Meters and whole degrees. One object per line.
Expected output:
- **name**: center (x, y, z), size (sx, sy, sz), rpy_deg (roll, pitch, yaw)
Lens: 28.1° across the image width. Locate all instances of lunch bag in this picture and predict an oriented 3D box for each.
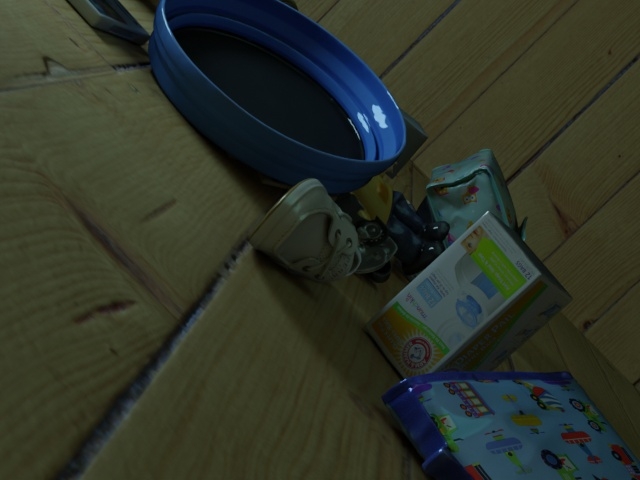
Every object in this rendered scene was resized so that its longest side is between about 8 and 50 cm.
- **lunch bag**: center (0.313, -0.024, 2.459), size (0.223, 0.160, 0.262), rpy_deg (-52, 120, -75)
- **lunch bag**: center (0.202, 0.236, 1.292), size (0.293, 0.138, 0.221), rpy_deg (20, 29, -49)

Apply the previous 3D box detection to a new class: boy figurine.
- **boy figurine**: center (0.077, -0.078, 1.990), size (0.285, 0.092, 0.177), rpy_deg (45, 44, -22)

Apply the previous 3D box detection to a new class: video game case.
- **video game case**: center (0.168, 0.073, 2.106), size (0.122, 0.011, 0.087), rpy_deg (45, 10, -2)
- **video game case**: center (-0.329, -0.349, 1.719), size (0.201, 0.023, 0.183), rpy_deg (48, 10, 8)

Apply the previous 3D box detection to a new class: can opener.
- **can opener**: center (0.002, -0.051, 1.814), size (0.283, 0.076, 0.095), rpy_deg (50, -22, 25)

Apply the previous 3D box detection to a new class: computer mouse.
- **computer mouse**: center (0.200, -0.023, 2.513), size (0.184, 0.060, 0.262), rpy_deg (45, 20, -27)

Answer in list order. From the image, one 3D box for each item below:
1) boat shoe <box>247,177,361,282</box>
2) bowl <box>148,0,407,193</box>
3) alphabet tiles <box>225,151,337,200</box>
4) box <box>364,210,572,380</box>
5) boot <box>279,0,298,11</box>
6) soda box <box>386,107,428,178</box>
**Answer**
- **boat shoe**: center (0.000, 0.000, 1.437), size (0.096, 0.098, 0.277), rpy_deg (47, 8, 11)
- **bowl**: center (-0.061, -0.213, 1.772), size (0.391, 0.077, 0.391), rpy_deg (26, 30, -17)
- **alphabet tiles**: center (-0.062, -0.144, 1.768), size (0.198, 0.009, 0.237), rpy_deg (13, 36, -33)
- **box**: center (0.172, 0.085, 1.498), size (0.103, 0.203, 0.114), rpy_deg (31, 19, -54)
- **boot**: center (-0.091, -0.329, 2.190), size (0.077, 0.213, 0.165), rpy_deg (0, 24, -14)
- **soda box**: center (0.038, -0.230, 2.107), size (0.286, 0.098, 0.091), rpy_deg (38, 12, -20)
